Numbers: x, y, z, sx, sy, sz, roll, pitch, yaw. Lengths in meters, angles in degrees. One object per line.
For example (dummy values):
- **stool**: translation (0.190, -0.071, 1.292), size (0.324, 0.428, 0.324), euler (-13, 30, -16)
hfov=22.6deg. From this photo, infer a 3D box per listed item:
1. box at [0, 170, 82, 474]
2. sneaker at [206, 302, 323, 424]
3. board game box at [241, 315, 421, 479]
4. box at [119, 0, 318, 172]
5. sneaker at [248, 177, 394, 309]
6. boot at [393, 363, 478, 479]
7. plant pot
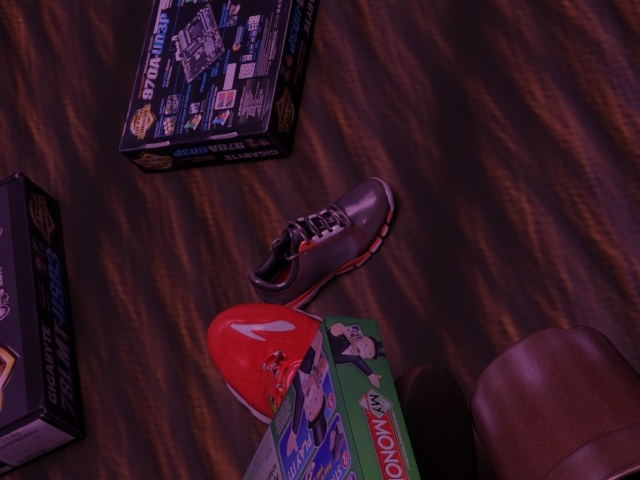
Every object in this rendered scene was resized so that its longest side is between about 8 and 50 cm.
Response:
- **box**: translation (-0.387, 0.116, 1.599), size (0.293, 0.073, 0.295), euler (-24, 53, 16)
- **sneaker**: translation (-0.004, 0.120, 1.334), size (0.279, 0.118, 0.107), euler (34, 83, 39)
- **board game box**: translation (-0.008, 0.238, 1.182), size (0.317, 0.046, 0.213), euler (116, 149, -43)
- **box**: translation (-0.099, -0.182, 1.604), size (0.175, 0.051, 0.220), euler (-6, 62, 29)
- **sneaker**: translation (0.000, 0.000, 1.433), size (0.158, 0.065, 0.061), euler (-46, 51, 1)
- **boot**: translation (0.047, 0.241, 1.197), size (0.115, 0.112, 0.305), euler (5, 92, 43)
- **plant pot**: translation (0.198, 0.160, 1.174), size (0.167, 0.167, 0.165), euler (-36, 43, 9)
